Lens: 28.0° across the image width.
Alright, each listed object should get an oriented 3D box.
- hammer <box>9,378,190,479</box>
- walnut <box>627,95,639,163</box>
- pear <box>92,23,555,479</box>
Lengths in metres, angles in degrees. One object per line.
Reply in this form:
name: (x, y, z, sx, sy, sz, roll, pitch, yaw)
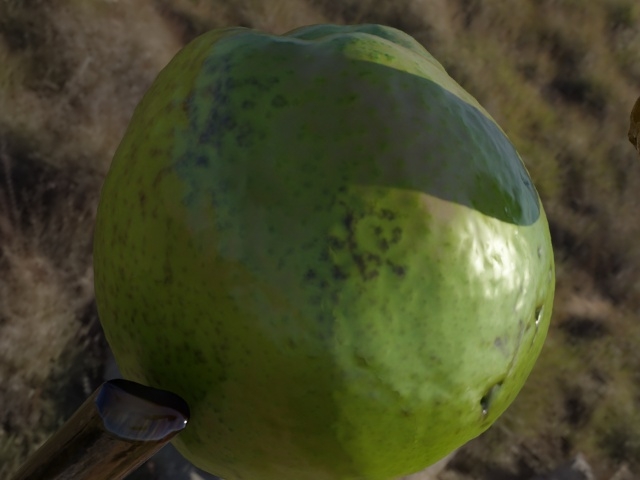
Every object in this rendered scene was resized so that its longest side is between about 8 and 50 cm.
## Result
hammer: (-0.241, 0.221, 0.990, 0.242, 0.409, 0.095, 27, 43, -26)
walnut: (0.323, -0.057, 0.905, 0.167, 0.211, 0.087, 56, 35, -44)
pear: (0.000, 0.000, 1.025, 0.391, 0.391, 0.391, 25, 32, -17)
